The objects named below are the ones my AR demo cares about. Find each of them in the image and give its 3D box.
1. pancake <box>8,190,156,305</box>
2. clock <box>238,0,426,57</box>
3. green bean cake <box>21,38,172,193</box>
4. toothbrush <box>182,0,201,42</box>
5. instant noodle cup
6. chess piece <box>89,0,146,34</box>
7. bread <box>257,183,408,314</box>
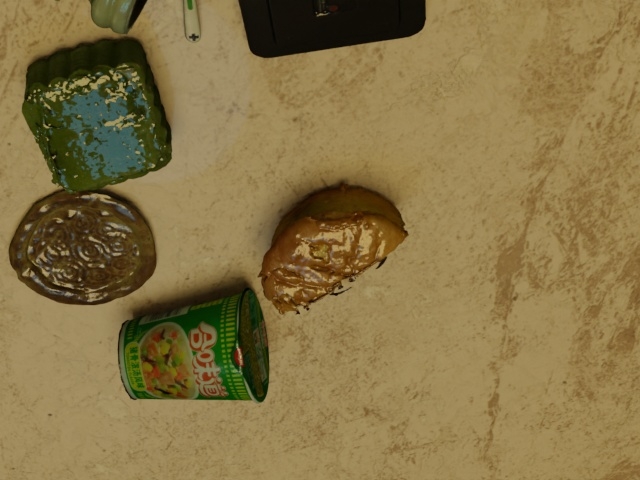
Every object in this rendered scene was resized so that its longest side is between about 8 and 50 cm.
[{"bbox_3d":[-0.399,0.018,1.935,0.250,0.031,0.250,-3,126,-4],"label":"pancake"},{"bbox_3d":[0.017,-0.363,1.621,0.273,0.049,0.279,-9,152,1],"label":"clock"},{"bbox_3d":[-0.337,-0.189,1.738,0.200,0.113,0.214,-15,126,6],"label":"green bean cake"},{"bbox_3d":[-0.191,-0.382,1.602,0.030,0.030,0.304,-3,148,-4],"label":"toothbrush"},{"bbox_3d":[-0.225,0.195,1.995,0.232,0.207,0.207,-6,127,9],"label":"instant noodle cup"},{"bbox_3d":[-0.366,-0.420,1.561,0.298,0.176,0.176,25,121,-7],"label":"chess piece"},{"bbox_3d":[0.003,-0.001,1.891,0.260,0.160,0.147,-32,115,21],"label":"bread"}]
